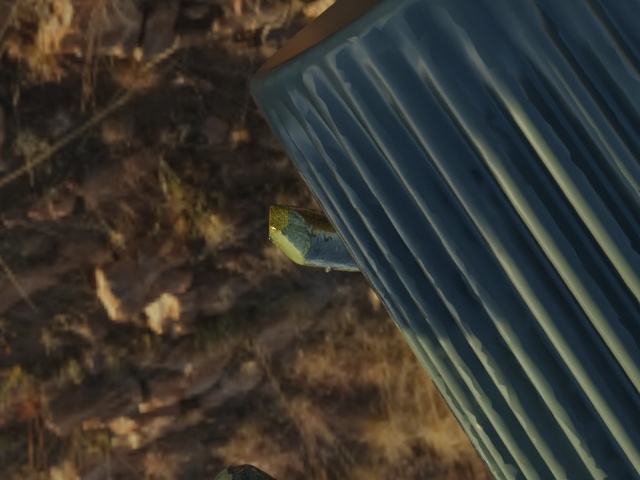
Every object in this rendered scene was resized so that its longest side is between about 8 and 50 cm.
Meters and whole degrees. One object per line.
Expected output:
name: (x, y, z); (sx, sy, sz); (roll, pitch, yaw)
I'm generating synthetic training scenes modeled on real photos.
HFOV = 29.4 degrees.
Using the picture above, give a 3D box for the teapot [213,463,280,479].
teapot: (-0.020, 0.155, 0.674); (0.083, 0.049, 0.063); (31, 120, -17)

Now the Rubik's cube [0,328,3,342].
Rubik's cube: (-0.480, 0.089, 0.795); (0.337, 0.344, 0.343); (47, 151, -19)

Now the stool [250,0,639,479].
stool: (0.156, -0.021, 0.622); (0.297, 0.297, 0.330); (-32, 102, 25)

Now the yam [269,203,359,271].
yam: (0.000, 0.000, 1.370); (0.146, 0.070, 0.070); (8, 140, -41)
